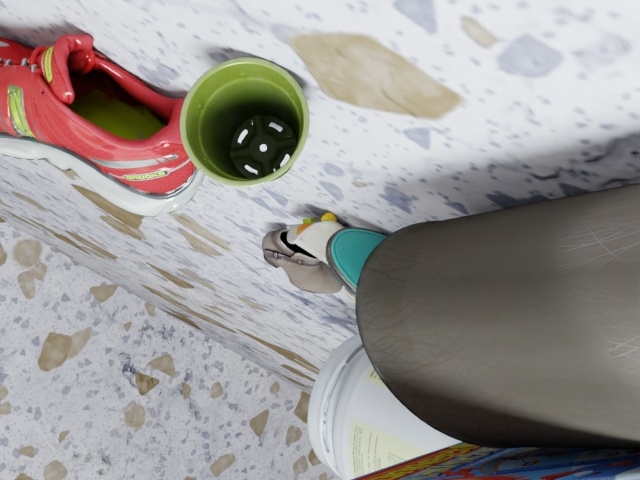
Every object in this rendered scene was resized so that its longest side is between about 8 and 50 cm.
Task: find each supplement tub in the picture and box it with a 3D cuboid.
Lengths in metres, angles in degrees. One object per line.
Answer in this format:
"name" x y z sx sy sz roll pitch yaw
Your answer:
"supplement tub" 0.163 0.238 0.853 0.324 0.236 0.235 9 158 47

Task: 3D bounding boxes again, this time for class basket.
"basket" 0.153 0.047 0.414 0.204 0.154 0.227 29 161 -12

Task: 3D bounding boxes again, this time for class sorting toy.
"sorting toy" 0.000 0.000 0.706 0.083 0.045 0.075 33 171 -27

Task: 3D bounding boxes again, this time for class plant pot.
"plant pot" -0.045 -0.071 0.484 0.083 0.083 0.079 24 177 7

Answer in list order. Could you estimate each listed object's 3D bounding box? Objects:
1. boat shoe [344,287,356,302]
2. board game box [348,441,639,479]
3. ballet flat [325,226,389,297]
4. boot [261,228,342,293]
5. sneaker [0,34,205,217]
"boat shoe" 0.059 0.060 0.786 0.056 0.048 0.153 30 164 -15
"board game box" 0.180 0.184 0.484 0.301 0.086 0.308 -18 164 32
"ballet flat" 0.094 0.051 0.667 0.203 0.074 0.074 24 165 -1
"boot" -0.015 0.025 0.813 0.118 0.042 0.087 22 158 -13
"sneaker" -0.215 -0.126 0.576 0.278 0.107 0.118 22 146 1
